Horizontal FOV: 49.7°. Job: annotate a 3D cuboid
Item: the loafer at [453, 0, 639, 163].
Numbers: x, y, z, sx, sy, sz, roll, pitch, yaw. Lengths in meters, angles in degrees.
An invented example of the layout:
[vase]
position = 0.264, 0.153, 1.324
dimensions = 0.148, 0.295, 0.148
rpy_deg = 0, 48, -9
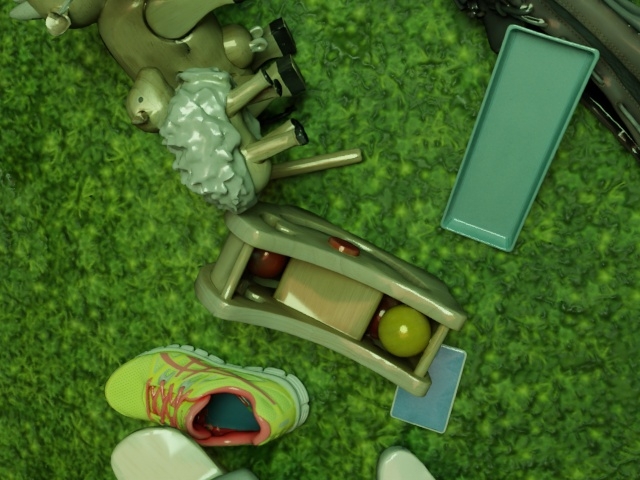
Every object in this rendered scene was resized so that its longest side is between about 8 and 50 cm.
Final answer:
[loafer]
position = 0.178, -0.166, 0.538
dimensions = 0.303, 0.109, 0.095
rpy_deg = 36, 108, 5

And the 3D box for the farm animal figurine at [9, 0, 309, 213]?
[farm animal figurine]
position = -0.146, -0.208, 0.561
dimensions = 0.172, 0.330, 0.326
rpy_deg = -24, 119, 13

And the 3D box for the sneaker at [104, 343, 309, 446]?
[sneaker]
position = -0.121, 0.152, 0.659
dimensions = 0.209, 0.094, 0.081
rpy_deg = 1, 99, 16

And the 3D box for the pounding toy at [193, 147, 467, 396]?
[pounding toy]
position = 0.000, 0.000, 0.577
dimensions = 0.270, 0.154, 0.154
rpy_deg = 28, 103, 9

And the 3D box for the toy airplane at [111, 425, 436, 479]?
[toy airplane]
position = -0.002, 0.361, 0.560
dimensions = 0.386, 0.272, 0.384
rpy_deg = 7, 100, 12

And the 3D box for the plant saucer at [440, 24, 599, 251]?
[plant saucer]
position = 0.154, -0.076, 0.555
dimensions = 0.067, 0.018, 0.192
rpy_deg = 21, 130, 12

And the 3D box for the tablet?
[tablet]
position = 0.100, 0.134, 0.644
dimensions = 0.054, 0.006, 0.083
rpy_deg = 16, 100, 13
